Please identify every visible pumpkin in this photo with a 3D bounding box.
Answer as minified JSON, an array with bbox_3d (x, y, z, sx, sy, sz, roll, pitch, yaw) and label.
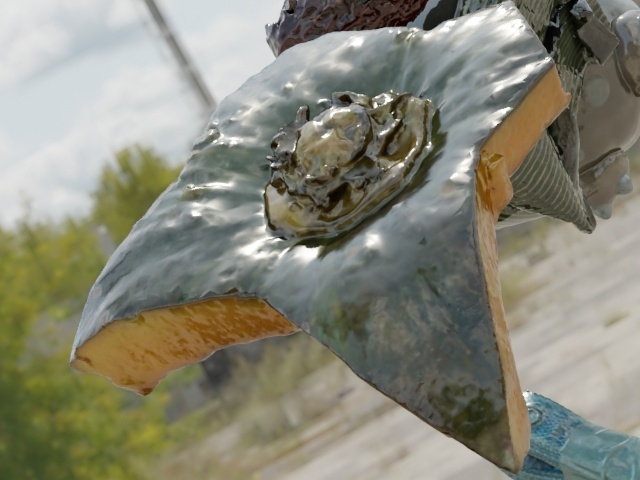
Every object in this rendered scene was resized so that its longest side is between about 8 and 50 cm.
[{"bbox_3d":[0.021,-0.016,0.989,0.290,0.095,0.258,2,51,42],"label":"pumpkin"}]

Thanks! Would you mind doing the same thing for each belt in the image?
[{"bbox_3d":[0.290,0.225,1.834,0.302,0.087,0.072,20,52,36],"label":"belt"}]

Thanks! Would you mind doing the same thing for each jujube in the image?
[{"bbox_3d":[0.033,-0.196,1.553,0.166,0.104,0.104,-54,-1,-1],"label":"jujube"}]

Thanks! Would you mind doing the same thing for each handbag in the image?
[{"bbox_3d":[0.124,-0.136,1.706,0.247,0.240,0.341,-20,45,41],"label":"handbag"}]

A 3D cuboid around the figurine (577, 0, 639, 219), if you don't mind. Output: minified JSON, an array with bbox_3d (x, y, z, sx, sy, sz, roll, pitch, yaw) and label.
[{"bbox_3d":[0.205,-0.200,2.053,0.203,0.380,0.248,-16,-46,-50],"label":"figurine"}]
